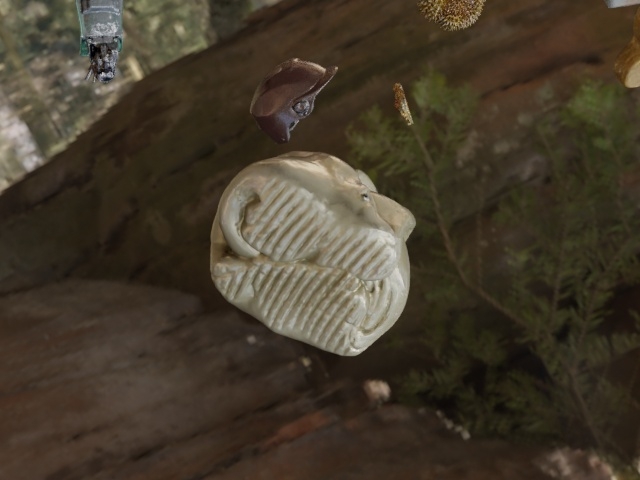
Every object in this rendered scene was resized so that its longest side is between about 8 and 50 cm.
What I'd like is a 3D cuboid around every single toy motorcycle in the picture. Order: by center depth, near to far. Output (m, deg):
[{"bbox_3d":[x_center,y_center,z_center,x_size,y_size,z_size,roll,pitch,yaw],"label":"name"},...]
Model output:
[{"bbox_3d":[-0.278,-0.280,1.321,0.058,0.173,0.100,-5,177,-15],"label":"toy motorcycle"}]

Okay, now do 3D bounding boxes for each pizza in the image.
[{"bbox_3d":[0.148,-0.257,1.960,0.025,0.083,0.078,-18,174,8],"label":"pizza"}]

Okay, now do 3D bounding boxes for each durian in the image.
[{"bbox_3d":[0.292,-0.545,2.358,0.158,0.137,0.168,-3,158,-17],"label":"durian"}]

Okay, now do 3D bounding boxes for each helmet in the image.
[{"bbox_3d":[-0.040,-0.181,1.298,0.123,0.070,0.098,-54,-171,28],"label":"helmet"}]

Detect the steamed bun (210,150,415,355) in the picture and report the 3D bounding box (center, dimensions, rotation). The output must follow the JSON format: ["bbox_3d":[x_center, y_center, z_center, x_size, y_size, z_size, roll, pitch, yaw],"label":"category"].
[{"bbox_3d":[0.000,0.000,1.856,0.342,0.367,0.255,-57,-178,36],"label":"steamed bun"}]

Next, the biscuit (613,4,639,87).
[{"bbox_3d":[0.653,-0.394,1.921,0.287,0.057,0.343,-45,149,15],"label":"biscuit"}]

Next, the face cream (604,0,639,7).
[{"bbox_3d":[0.496,-0.375,1.378,0.251,0.101,0.101,-8,-167,9],"label":"face cream"}]
